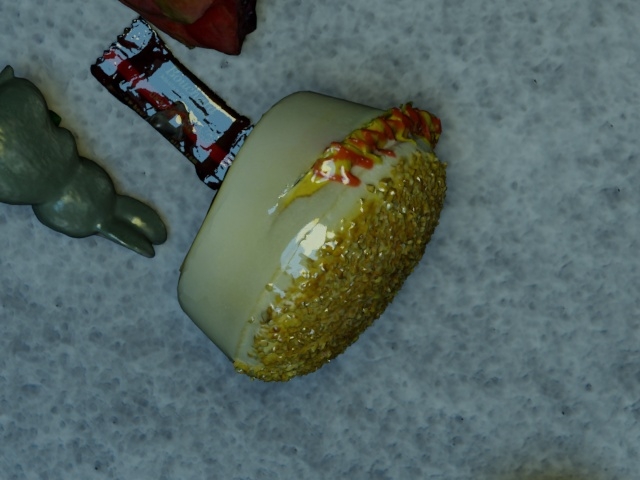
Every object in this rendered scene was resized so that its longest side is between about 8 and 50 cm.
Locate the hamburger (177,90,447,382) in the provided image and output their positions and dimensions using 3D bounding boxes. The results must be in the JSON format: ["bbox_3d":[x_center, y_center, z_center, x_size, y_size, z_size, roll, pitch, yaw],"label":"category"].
[{"bbox_3d":[0.000,0.000,1.671,0.179,0.276,0.294,32,111,13],"label":"hamburger"}]

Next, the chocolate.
[{"bbox_3d":[-0.142,-0.134,1.793,0.086,0.028,0.182,-44,90,13],"label":"chocolate"}]

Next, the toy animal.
[{"bbox_3d":[-0.271,-0.055,1.795,0.108,0.138,0.236,-20,115,44],"label":"toy animal"}]

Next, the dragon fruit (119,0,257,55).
[{"bbox_3d":[-0.193,-0.328,1.656,0.329,0.228,0.286,21,107,3],"label":"dragon fruit"}]
